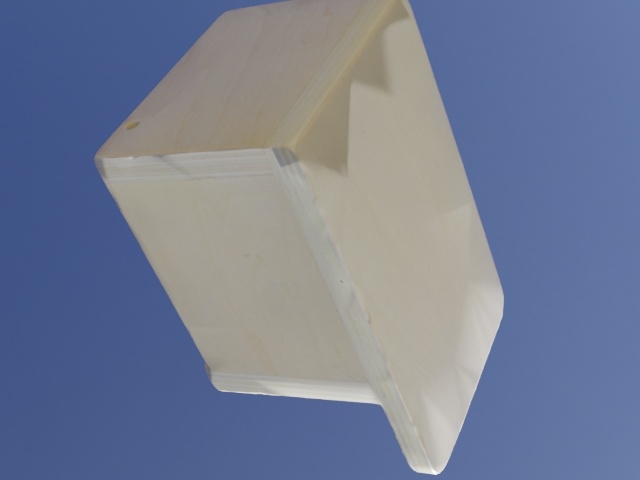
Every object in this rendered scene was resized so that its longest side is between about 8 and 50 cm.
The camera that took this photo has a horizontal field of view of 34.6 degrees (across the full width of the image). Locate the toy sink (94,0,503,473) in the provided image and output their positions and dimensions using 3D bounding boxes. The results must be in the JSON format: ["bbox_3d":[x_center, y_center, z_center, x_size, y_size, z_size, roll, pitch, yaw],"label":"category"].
[{"bbox_3d":[0.000,0.000,0.590,0.152,0.131,0.234,-60,-43,-41],"label":"toy sink"}]
